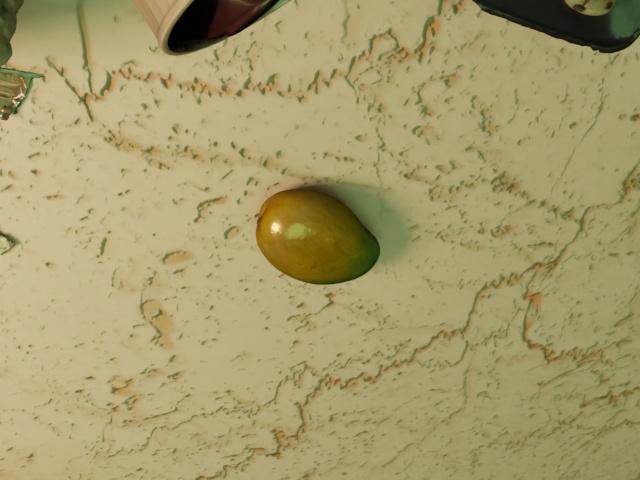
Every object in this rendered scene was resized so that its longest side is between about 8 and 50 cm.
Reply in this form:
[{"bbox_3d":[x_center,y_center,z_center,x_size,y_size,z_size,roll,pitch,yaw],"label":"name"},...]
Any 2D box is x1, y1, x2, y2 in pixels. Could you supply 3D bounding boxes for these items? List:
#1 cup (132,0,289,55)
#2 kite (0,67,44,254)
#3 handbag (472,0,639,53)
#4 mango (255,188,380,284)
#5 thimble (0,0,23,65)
[{"bbox_3d":[-0.105,-0.289,0.472,0.208,0.288,0.273,-29,98,24],"label":"cup"},{"bbox_3d":[-0.497,-0.100,0.784,0.406,0.014,0.368,-31,127,12],"label":"kite"},{"bbox_3d":[0.249,-0.376,0.668,0.303,0.122,0.329,12,123,-20],"label":"handbag"},{"bbox_3d":[0.000,0.000,0.930,0.194,0.092,0.130,14,122,-33],"label":"mango"},{"bbox_3d":[-0.396,-0.232,0.558,0.288,0.168,0.254,11,151,-22],"label":"thimble"}]
